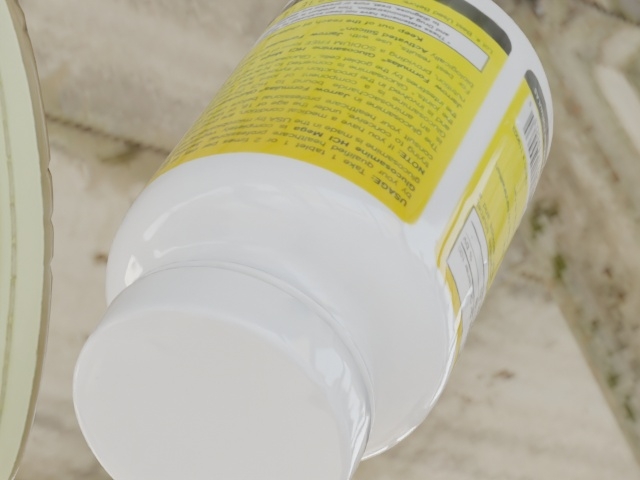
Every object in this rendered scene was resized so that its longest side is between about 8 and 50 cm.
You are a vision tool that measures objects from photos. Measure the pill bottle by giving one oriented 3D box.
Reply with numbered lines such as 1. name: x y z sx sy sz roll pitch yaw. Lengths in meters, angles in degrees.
1. pill bottle: 0.000 0.000 1.001 0.188 0.334 0.188 11 -54 16

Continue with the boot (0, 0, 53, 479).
1. boot: -0.141 -0.038 0.350 0.165 0.077 0.213 -12 -79 -31
